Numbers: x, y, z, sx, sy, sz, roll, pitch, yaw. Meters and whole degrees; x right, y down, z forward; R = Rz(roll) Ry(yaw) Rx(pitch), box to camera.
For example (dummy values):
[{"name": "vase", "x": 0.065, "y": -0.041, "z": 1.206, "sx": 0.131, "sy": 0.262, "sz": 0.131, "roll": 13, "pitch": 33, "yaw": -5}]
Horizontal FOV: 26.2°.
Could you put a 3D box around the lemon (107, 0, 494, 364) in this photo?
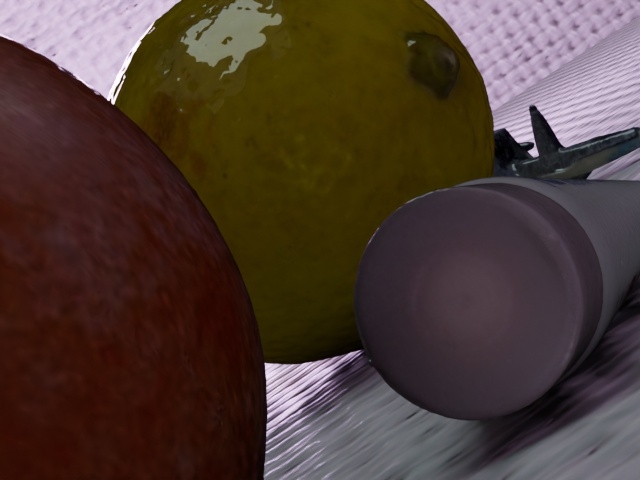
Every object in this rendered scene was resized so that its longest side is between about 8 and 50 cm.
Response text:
[{"name": "lemon", "x": -0.017, "y": -0.047, "z": 0.855, "sx": 0.267, "sy": 0.267, "sz": 0.267, "roll": -33, "pitch": 3, "yaw": 2}]

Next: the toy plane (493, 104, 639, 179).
[{"name": "toy plane", "x": 0.123, "y": -0.052, "z": 1.007, "sx": 0.262, "sy": 0.088, "sz": 0.192, "roll": -30, "pitch": 3, "yaw": 41}]

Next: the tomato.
[{"name": "tomato", "x": -0.139, "y": 0.064, "z": 0.426, "sx": 0.265, "sy": 0.265, "sz": 0.265, "roll": -33, "pitch": 3, "yaw": 2}]

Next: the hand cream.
[{"name": "hand cream", "x": 0.087, "y": 0.016, "z": 0.584, "sx": 0.133, "sy": 0.083, "sz": 0.248, "roll": -31, "pitch": -7, "yaw": 21}]
